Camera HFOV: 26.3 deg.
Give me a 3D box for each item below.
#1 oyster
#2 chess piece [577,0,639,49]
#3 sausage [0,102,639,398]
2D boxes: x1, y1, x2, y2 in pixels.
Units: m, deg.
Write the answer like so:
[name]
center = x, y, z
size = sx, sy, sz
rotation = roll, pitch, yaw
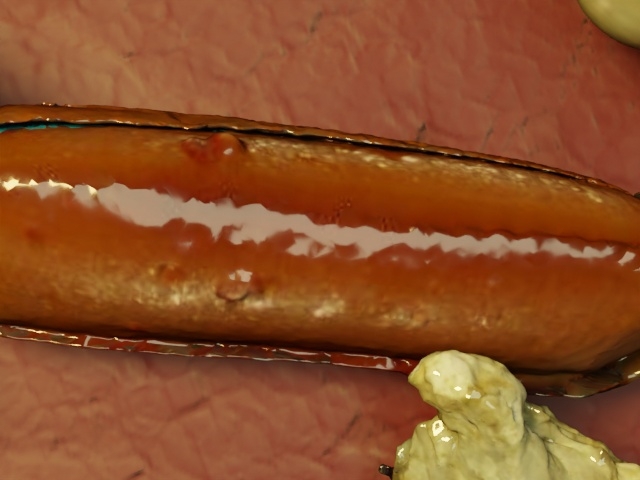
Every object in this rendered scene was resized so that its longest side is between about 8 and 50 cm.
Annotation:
[oyster]
center = 0.073, 0.134, 0.559
size = 0.163, 0.081, 0.191
rotation = -28, 102, 9
[chess piece]
center = 0.089, -0.201, 0.565
size = 0.299, 0.167, 0.167
rotation = 35, 83, 0
[sausage]
center = 0.000, 0.000, 0.564
size = 0.330, 0.102, 0.102
rotation = 7, 86, -7
